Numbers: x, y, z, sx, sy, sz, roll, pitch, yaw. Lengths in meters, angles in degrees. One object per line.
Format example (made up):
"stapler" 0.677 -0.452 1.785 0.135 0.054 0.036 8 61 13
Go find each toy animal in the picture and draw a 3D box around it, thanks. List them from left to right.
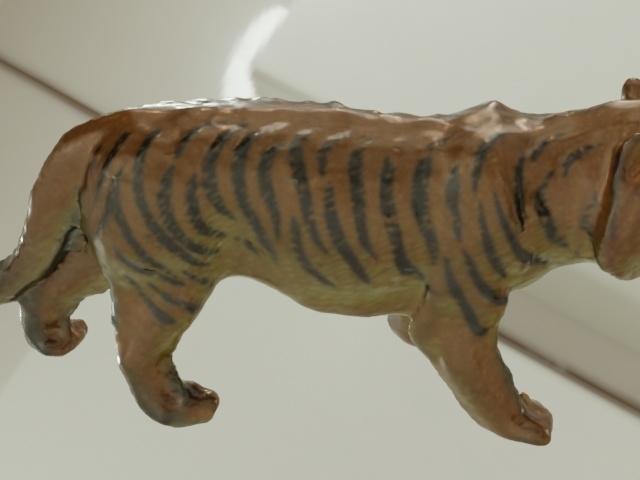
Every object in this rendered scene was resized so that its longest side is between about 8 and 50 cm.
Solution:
"toy animal" 0.000 0.000 0.485 0.056 0.241 0.099 -75 -13 -57
